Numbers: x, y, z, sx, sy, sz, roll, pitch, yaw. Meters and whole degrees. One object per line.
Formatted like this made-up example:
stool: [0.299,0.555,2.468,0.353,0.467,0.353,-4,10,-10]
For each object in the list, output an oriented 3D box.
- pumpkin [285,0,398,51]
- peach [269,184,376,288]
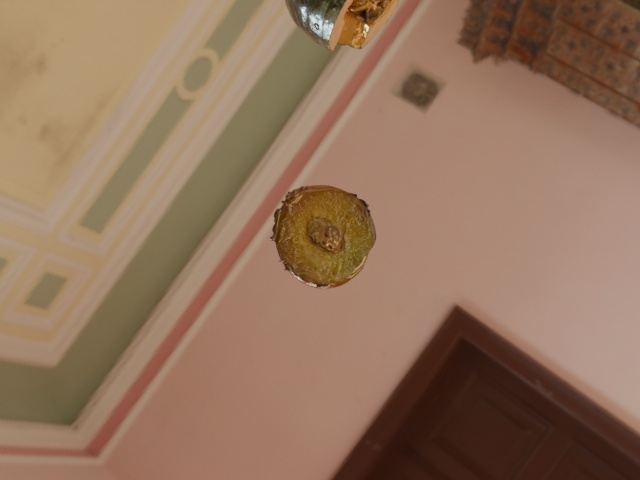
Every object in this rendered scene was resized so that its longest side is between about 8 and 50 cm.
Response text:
pumpkin: [0.017,-0.284,1.108,0.119,0.107,0.183,-64,-15,17]
peach: [0.001,0.001,0.871,0.098,0.098,0.061,-47,-16,-16]
